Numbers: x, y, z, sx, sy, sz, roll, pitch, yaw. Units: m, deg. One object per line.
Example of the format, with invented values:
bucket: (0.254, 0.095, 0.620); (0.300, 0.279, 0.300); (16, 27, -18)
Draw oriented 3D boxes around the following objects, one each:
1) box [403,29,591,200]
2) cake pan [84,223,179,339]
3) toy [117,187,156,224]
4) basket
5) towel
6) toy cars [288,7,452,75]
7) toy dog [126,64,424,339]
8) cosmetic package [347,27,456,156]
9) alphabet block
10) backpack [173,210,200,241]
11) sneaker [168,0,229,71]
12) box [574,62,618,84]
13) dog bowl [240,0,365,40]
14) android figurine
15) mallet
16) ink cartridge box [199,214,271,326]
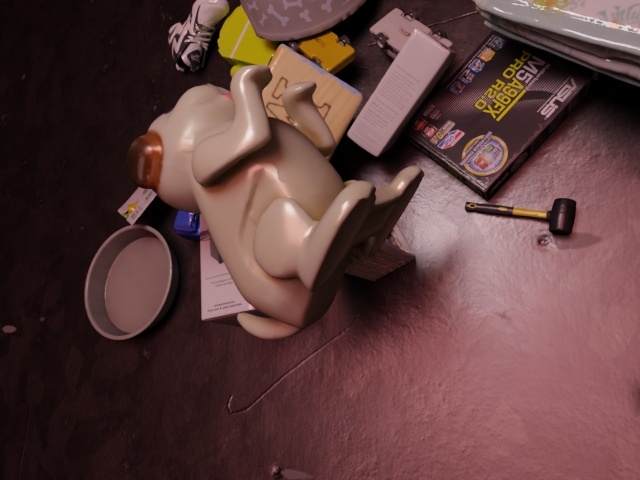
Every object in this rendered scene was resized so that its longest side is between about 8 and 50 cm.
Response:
box: (0.330, -0.246, 0.901); (0.270, 0.060, 0.216); (-47, 61, 7)
cake pan: (-0.477, 0.106, 1.190); (0.292, 0.054, 0.294); (-7, 73, 24)
toy: (-0.420, -0.139, 1.221); (0.237, 0.056, 0.136); (-50, 40, -11)
basket: (0.090, 0.002, 0.888); (0.103, 0.167, 0.113); (-35, 64, 18)
towel: (0.469, -0.421, 0.701); (0.374, 0.090, 0.321); (39, 95, 29)
toy cars: (0.102, -0.425, 1.050); (0.393, 0.087, 0.177); (6, 67, 22)
toy dog: (-0.102, -0.082, 0.753); (0.407, 0.284, 0.396); (38, 127, 16)
cosmetic package: (0.157, -0.284, 0.910); (0.085, 0.117, 0.231); (37, 117, 6)
alphabet block: (-0.054, -0.247, 0.975); (0.193, 0.192, 0.197); (29, 88, -8)
backpack: (-0.291, -0.065, 1.125); (0.097, 0.101, 0.120); (7, 75, 20)
sneaker: (-0.330, -0.545, 1.273); (0.234, 0.094, 0.153); (-15, 76, 31)
box: (0.514, -0.391, 0.806); (0.077, 0.147, 0.180); (22, 85, 29)
dog bowl: (-0.043, -0.632, 1.110); (0.348, 0.102, 0.349); (-10, 55, 14)
android figurine: (-0.159, -0.527, 1.216); (0.272, 0.056, 0.249); (22, 86, 28)
mallet: (0.363, -0.061, 0.851); (0.189, 0.039, 0.063); (19, 85, 32)
ink cartridge box: (-0.138, 0.025, 0.964); (0.121, 0.211, 0.290); (-15, 69, 23)
